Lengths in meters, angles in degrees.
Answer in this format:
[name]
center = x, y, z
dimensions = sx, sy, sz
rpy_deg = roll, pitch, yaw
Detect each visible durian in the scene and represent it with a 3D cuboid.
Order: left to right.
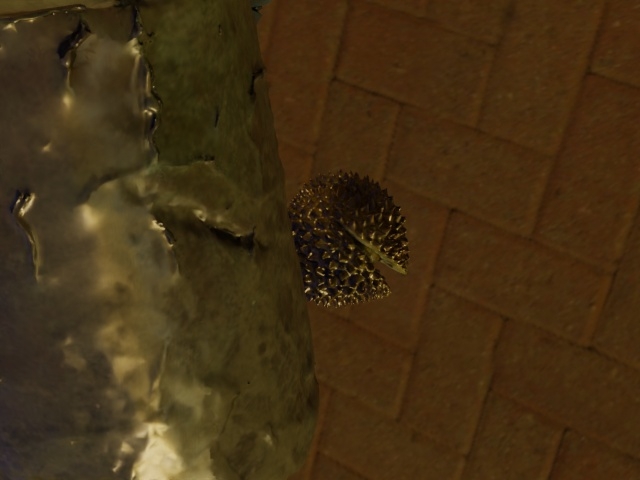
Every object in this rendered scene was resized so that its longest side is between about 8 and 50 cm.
[durian]
center = 0.000, 0.000, 1.509
dimensions = 0.237, 0.138, 0.193
rpy_deg = 2, 100, 49

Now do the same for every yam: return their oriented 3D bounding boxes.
[yam]
center = -0.105, -0.006, 0.496
dimensions = 0.195, 0.195, 0.300
rpy_deg = 13, 126, 33

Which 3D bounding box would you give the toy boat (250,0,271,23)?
[toy boat]
center = -0.142, -0.417, 1.348
dimensions = 0.114, 0.122, 0.296
rpy_deg = -23, 74, 25
